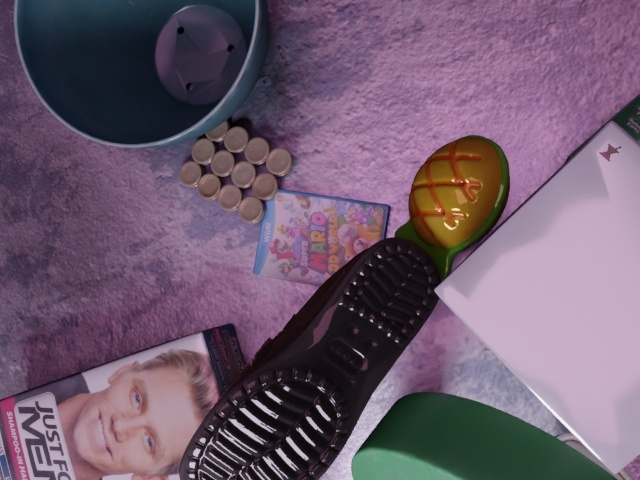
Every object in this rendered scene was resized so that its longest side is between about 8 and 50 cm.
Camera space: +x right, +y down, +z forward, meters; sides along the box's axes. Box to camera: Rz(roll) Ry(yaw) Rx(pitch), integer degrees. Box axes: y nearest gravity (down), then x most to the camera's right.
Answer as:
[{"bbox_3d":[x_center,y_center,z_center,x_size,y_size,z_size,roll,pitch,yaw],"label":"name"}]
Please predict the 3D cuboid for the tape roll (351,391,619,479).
[{"bbox_3d":[0.178,0.286,0.554,0.321,0.321,0.077,38,60,13],"label":"tape roll"}]

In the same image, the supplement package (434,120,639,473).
[{"bbox_3d":[0.255,0.050,0.568,0.198,0.263,0.199,-45,77,7],"label":"supplement package"}]

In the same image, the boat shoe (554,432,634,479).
[{"bbox_3d":[0.328,0.318,0.629,0.095,0.079,0.254,-41,81,6],"label":"boat shoe"}]

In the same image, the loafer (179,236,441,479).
[{"bbox_3d":[-0.007,0.153,0.667,0.366,0.130,0.134,-45,96,-7],"label":"loafer"}]

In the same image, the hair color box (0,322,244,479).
[{"bbox_3d":[-0.263,0.245,0.766,0.348,0.105,0.173,-20,83,11],"label":"hair color box"}]

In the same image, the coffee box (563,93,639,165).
[{"bbox_3d":[0.383,-0.112,0.653,0.184,0.040,0.113,-43,77,2],"label":"coffee box"}]

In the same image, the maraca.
[{"bbox_3d":[0.150,-0.037,0.685,0.185,0.099,0.127,-61,36,18],"label":"maraca"}]

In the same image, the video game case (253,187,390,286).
[{"bbox_3d":[0.000,0.000,0.762,0.167,0.015,0.119,9,89,14],"label":"video game case"}]

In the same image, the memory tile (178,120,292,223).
[{"bbox_3d":[-0.117,-0.097,0.790,0.148,0.012,0.113,30,93,20],"label":"memory tile"}]

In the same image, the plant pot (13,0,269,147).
[{"bbox_3d":[-0.186,-0.252,0.723,0.291,0.195,0.289,1,94,12],"label":"plant pot"}]
